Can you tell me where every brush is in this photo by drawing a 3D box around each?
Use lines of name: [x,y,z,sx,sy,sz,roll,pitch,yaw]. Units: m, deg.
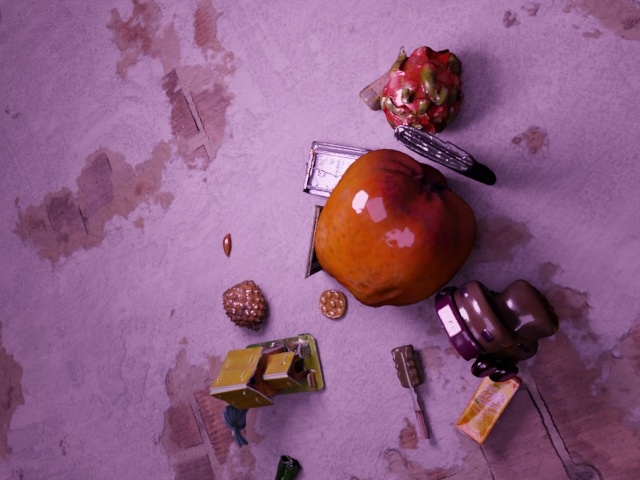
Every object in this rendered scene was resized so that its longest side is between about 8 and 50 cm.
brush: [0.304,0.489,1.676,0.084,0.071,0.301,-20,81,36]

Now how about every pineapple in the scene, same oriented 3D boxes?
pineapple: [-0.273,0.249,1.910,0.166,0.166,0.193,-26,89,23]

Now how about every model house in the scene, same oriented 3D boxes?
model house: [-0.187,0.524,1.768,0.300,0.323,0.341,-14,83,26]

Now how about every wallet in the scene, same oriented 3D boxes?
wallet: [0.366,-0.236,1.463,0.228,0.406,0.062,30,105,23]

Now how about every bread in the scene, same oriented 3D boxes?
bread: [0.042,0.224,1.825,0.109,0.024,0.110,-1,88,25]

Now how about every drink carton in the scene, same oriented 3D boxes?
drink carton: [0.509,0.492,1.572,0.096,0.071,0.223,32,103,24]

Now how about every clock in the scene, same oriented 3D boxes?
clock: [0.064,-0.234,1.787,0.253,0.083,0.187,15,95,25]

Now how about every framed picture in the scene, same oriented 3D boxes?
framed picture: [0.000,0.000,1.707,0.018,0.293,0.231,9,94,10]

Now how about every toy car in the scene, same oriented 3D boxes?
toy car: [0.495,0.220,1.438,0.240,0.340,0.271,-41,50,26]

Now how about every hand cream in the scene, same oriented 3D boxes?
hand cream: [0.223,-0.528,1.720,0.203,0.084,0.084,-44,72,14]

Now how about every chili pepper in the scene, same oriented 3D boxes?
chili pepper: [-0.137,0.901,1.890,0.088,0.059,0.227,20,100,20]

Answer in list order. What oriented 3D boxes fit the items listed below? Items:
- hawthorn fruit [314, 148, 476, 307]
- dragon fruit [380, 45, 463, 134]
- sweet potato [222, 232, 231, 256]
hawthorn fruit: [0.213,-0.019,1.545,0.471,0.471,0.473,0,89,26]
dragon fruit: [0.319,-0.453,1.581,0.237,0.231,0.302,36,63,21]
sweet potato: [-0.365,0.017,2.019,0.034,0.034,0.095,0,87,26]
